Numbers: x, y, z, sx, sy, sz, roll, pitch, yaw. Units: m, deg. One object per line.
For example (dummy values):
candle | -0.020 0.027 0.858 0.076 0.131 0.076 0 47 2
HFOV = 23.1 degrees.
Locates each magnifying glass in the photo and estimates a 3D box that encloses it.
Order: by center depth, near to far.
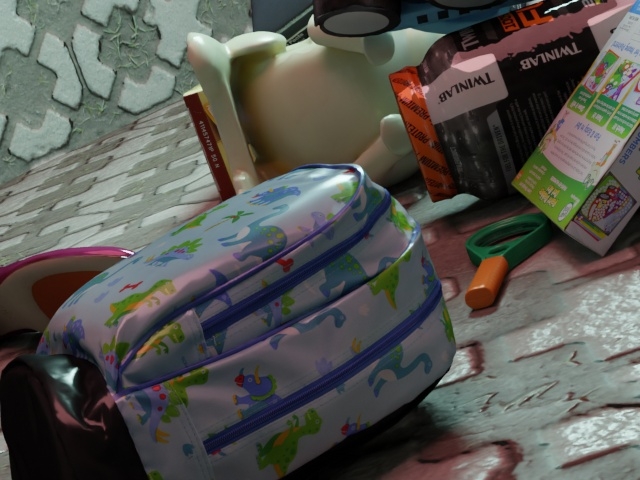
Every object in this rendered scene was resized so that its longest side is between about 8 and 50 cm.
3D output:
magnifying glass | 0.181 0.019 1.579 0.092 0.026 0.231 -15 12 20

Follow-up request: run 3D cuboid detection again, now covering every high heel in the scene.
high heel | -0.337 0.049 1.966 0.377 0.127 0.181 -16 24 31

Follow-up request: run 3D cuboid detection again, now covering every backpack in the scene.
backpack | -0.065 0.089 1.233 0.356 0.273 0.290 -12 3 -20

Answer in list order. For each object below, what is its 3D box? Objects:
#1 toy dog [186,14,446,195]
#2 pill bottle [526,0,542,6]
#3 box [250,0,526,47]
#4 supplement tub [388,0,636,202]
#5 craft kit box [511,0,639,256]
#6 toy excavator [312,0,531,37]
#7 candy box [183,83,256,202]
toy dog | 0.074 -0.191 2.163 0.408 0.284 0.395 -17 -5 9
pill bottle | 0.285 -0.343 2.498 0.204 0.204 0.361 -30 17 -38
box | 0.098 -0.366 2.327 0.294 0.182 0.296 23 -42 -39
supplement tub | 0.264 -0.174 1.828 0.338 0.207 0.207 -19 13 3
craft kit box | 0.307 -0.122 1.596 0.246 0.061 0.250 -53 12 8
toy excavator | 0.245 -0.359 1.968 0.433 0.222 0.445 -9 -13 25
candy box | -0.101 -0.199 2.531 0.088 0.183 0.316 -14 14 21
